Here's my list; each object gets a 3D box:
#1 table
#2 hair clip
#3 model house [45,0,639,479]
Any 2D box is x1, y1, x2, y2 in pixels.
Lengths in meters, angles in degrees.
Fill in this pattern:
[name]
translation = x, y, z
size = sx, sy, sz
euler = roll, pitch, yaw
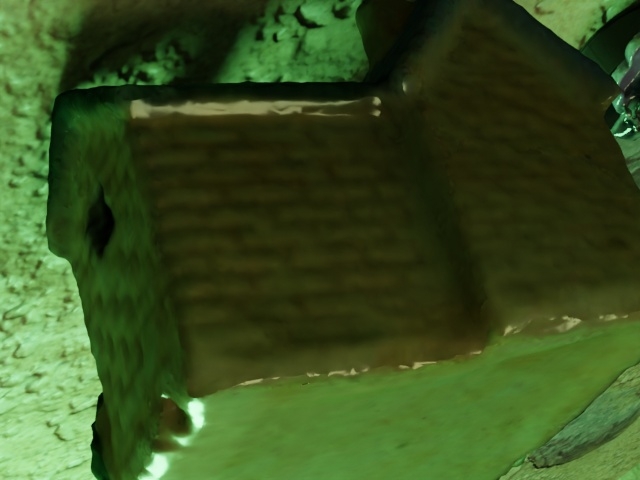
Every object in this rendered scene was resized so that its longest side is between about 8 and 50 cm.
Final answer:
[table]
translation = 0.309, -0.171, 1.349
size = 0.133, 0.043, 0.133
euler = -24, 150, -15
[hair clip]
translation = 0.332, -0.170, 1.280
size = 0.124, 0.052, 0.195
euler = -8, 137, -47
[model house]
translation = 0.000, 0.000, 1.043
size = 0.382, 0.342, 0.334
euler = -3, 149, -28
